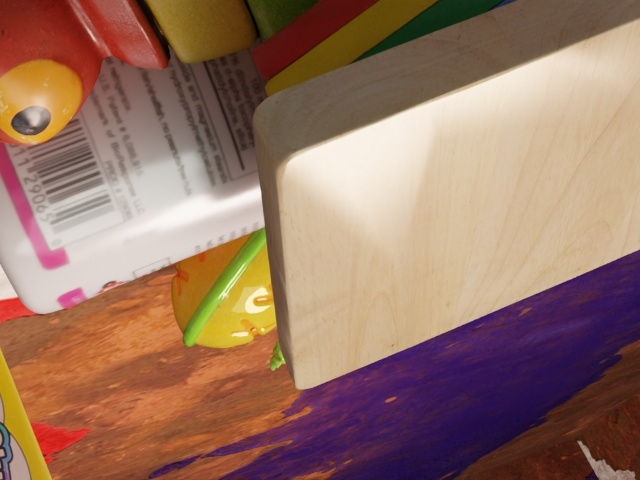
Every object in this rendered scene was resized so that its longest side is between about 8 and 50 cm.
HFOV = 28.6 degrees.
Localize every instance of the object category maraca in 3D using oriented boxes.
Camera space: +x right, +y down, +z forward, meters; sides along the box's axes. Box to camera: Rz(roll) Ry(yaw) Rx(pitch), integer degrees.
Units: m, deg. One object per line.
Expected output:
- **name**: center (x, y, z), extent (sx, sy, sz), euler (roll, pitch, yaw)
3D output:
- **maraca**: center (-0.052, 0.011, 0.997), extent (0.186, 0.099, 0.127), euler (-53, 180, 20)

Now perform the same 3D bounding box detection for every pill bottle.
- **pill bottle**: center (-0.049, -0.084, 0.665), extent (0.283, 0.160, 0.160), euler (-22, 159, -8)

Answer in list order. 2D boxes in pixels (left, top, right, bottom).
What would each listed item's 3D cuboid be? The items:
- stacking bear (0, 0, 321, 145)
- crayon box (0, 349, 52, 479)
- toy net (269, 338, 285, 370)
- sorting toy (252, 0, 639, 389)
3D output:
- **stacking bear**: center (-0.061, -0.138, 0.521), extent (0.289, 0.164, 0.175), euler (-29, 159, -2)
- **crayon box**: center (-0.322, 0.242, 0.831), extent (0.313, 0.363, 0.106), euler (-15, 157, -30)
- **toy net**: center (0.000, 0.000, 1.046), extent (0.232, 0.045, 0.122), euler (-59, -170, 36)
- **sorting toy**: center (0.086, -0.058, 0.541), extent (0.255, 0.089, 0.257), euler (-22, 159, -9)
